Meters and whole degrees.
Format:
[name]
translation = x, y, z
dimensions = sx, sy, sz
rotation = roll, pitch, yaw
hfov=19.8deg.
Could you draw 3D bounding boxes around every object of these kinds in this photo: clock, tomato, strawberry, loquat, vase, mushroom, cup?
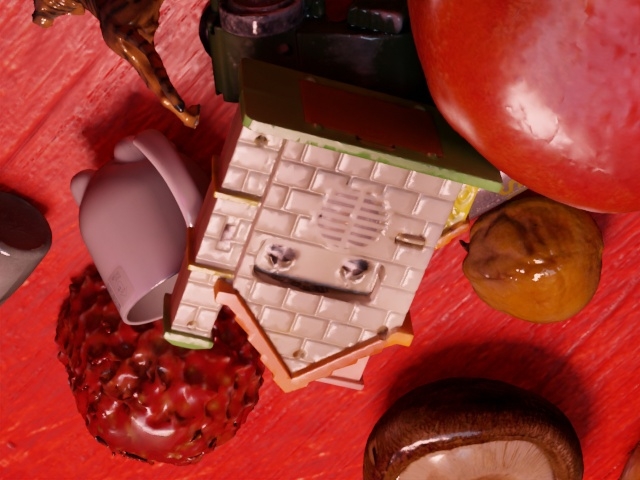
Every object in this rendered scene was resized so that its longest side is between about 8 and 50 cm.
[clock]
translation = 0.000, 0.000, 1.553
dimensions = 0.220, 0.106, 0.255
rotation = 14, 121, -14
[tomato]
translation = 0.233, -0.187, 1.477
dimensions = 0.325, 0.293, 0.289
rotation = 19, 116, -21
[strawberry]
translation = -0.165, 0.148, 1.786
dimensions = 0.234, 0.178, 0.234
rotation = 4, 124, 7
[loquat]
translation = 0.200, 0.015, 1.732
dimensions = 0.137, 0.113, 0.137
rotation = 4, 149, 3
[vase]
translation = -0.344, 0.052, 1.783
dimensions = 0.086, 0.086, 0.214
rotation = 28, 124, -16
[mushroom]
translation = 0.154, 0.215, 1.856
dimensions = 0.231, 0.138, 0.194
rotation = 31, 106, -30
[cup]
translation = -0.157, -0.019, 1.668
dimensions = 0.134, 0.173, 0.142
rotation = -31, 77, 7

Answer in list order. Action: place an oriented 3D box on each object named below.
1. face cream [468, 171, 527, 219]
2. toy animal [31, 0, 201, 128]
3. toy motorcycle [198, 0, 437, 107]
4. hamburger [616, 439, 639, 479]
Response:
[face cream]
translation = 0.126, -0.053, 1.704
dimensions = 0.283, 0.073, 0.073
rotation = -29, 118, 19
[toy animal]
translation = -0.154, -0.182, 1.541
dimensions = 0.116, 0.255, 0.114
rotation = 14, 110, -28
[toy motorcycle]
translation = 0.024, -0.152, 1.619
dimensions = 0.275, 0.127, 0.205
rotation = 0, 123, 9
[hamburger]
translation = 0.378, 0.292, 1.829
dimensions = 0.186, 0.261, 0.302
rotation = 10, 105, 0
